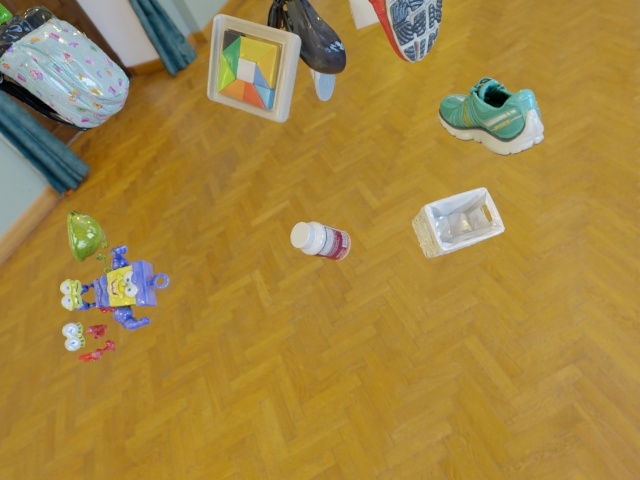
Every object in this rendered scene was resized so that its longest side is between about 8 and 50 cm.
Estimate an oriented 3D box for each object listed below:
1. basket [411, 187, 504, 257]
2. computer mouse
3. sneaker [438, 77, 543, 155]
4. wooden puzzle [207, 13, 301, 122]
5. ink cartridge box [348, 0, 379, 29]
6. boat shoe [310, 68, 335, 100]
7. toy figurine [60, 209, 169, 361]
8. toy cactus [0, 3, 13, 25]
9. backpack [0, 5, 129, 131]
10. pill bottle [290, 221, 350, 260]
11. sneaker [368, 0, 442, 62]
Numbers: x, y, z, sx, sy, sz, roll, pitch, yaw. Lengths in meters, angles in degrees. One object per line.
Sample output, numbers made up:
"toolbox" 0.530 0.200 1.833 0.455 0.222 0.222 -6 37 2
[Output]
"basket" 0.306 -0.036 0.961 0.167 0.103 0.113 -16 78 -15
"computer mouse" -0.047 -0.535 1.099 0.272 0.188 0.072 47 64 1
"sneaker" 0.308 -0.247 0.776 0.107 0.109 0.275 -24 28 -4
"wooden puzzle" -0.182 -0.442 1.091 0.239 0.220 0.044 20 29 11
"ink cartridge box" 0.199 -0.626 1.076 0.159 0.092 0.218 6 36 43
"boat shoe" 0.001 -0.635 1.550 0.083 0.226 0.076 -16 29 -33
"toy figurine" -0.469 0.092 1.027 0.218 0.191 0.362 -12 76 4
"toy cactus" -0.619 -0.489 0.779 0.112 0.219 0.180 -17 65 -40
"backpack" -0.409 -0.268 0.674 0.115 0.182 0.151 -22 38 35
"pill bottle" 0.000 0.000 1.071 0.086 0.152 0.086 -13 70 41
"sneaker" 0.100 -0.421 0.671 0.107 0.278 0.118 -34 20 -15
